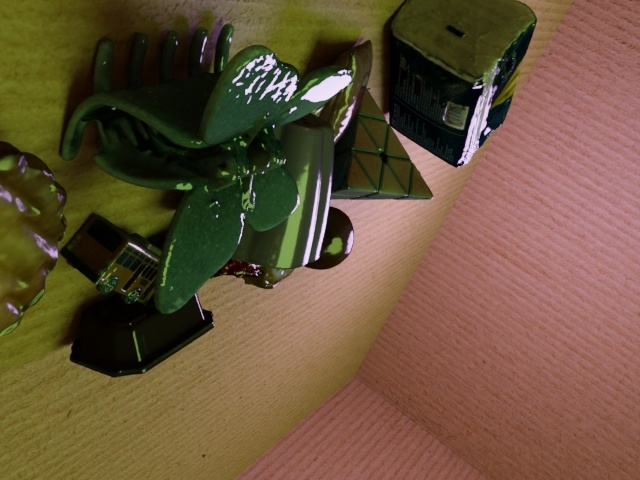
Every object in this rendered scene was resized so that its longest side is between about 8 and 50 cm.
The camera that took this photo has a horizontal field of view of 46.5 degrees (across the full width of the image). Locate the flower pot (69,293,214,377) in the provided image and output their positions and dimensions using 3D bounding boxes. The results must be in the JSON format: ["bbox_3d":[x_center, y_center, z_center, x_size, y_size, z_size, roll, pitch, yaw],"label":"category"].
[{"bbox_3d":[-0.317,0.138,1.324,0.251,0.179,0.084,-31,126,-51],"label":"flower pot"}]

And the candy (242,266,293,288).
[{"bbox_3d":[-0.093,-0.011,1.677,0.260,0.118,0.260,-51,164,-21],"label":"candy"}]

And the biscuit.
[{"bbox_3d":[-0.439,0.021,0.847,0.326,0.107,0.325,-46,157,-25],"label":"biscuit"}]

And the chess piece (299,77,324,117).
[{"bbox_3d":[-0.060,-0.222,1.437,0.094,0.094,0.170,-39,165,-40],"label":"chess piece"}]

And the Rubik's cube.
[{"bbox_3d":[0.096,-0.169,1.701,0.233,0.229,0.228,-35,143,-14],"label":"Rubik's cube"}]

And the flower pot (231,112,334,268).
[{"bbox_3d":[-0.100,-0.113,1.302,0.265,0.265,0.243,-21,129,-61],"label":"flower pot"}]

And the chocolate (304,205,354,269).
[{"bbox_3d":[0.000,0.000,1.878,0.176,0.177,0.176,-48,162,-21],"label":"chocolate"}]

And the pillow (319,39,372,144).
[{"bbox_3d":[0.042,-0.292,1.502,0.236,0.084,0.223,-72,-176,-66],"label":"pillow"}]

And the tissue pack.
[{"bbox_3d":[0.320,-0.395,1.789,0.253,0.264,0.416,-50,162,-16],"label":"tissue pack"}]

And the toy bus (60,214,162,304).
[{"bbox_3d":[-0.322,0.034,1.202,0.103,0.091,0.182,-52,161,-6],"label":"toy bus"}]

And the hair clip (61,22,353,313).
[{"bbox_3d":[-0.155,-0.155,1.024,0.318,0.238,0.392,-31,151,-50],"label":"hair clip"}]

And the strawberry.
[{"bbox_3d":[-0.218,0.014,1.377,0.237,0.190,0.111,1,92,-46],"label":"strawberry"}]
